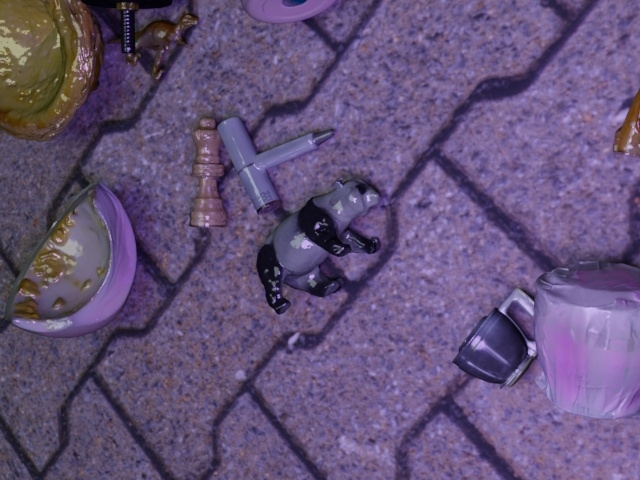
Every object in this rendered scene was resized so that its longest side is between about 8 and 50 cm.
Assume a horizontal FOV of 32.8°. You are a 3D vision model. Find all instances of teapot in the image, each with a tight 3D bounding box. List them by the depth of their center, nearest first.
[{"bbox_3d":[0.363,0.123,1.311,0.163,0.222,0.178,-134,42,-66],"label":"teapot"},{"bbox_3d":[0.240,0.137,1.411,0.091,0.092,0.124,38,122,8],"label":"teapot"}]

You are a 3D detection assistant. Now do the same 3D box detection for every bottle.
[{"bbox_3d":[-0.062,-0.441,1.535,0.148,0.148,0.236,-23,74,34],"label":"bottle"}]

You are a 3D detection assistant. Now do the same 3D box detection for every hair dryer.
[{"bbox_3d":[-0.056,-0.148,1.620,0.183,0.044,0.154,-33,77,27],"label":"hair dryer"}]

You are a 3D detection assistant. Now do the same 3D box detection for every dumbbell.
[{"bbox_3d":[-0.302,-0.455,1.690,0.143,0.143,0.325,2,94,34],"label":"dumbbell"}]

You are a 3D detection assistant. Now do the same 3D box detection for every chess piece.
[{"bbox_3d":[-0.175,-0.106,1.692,0.060,0.060,0.171,3,94,34],"label":"chess piece"}]

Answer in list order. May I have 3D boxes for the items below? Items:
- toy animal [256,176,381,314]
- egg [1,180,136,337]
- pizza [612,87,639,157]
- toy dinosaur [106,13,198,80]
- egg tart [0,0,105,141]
[{"bbox_3d":[0.000,0.000,1.564,0.225,0.094,0.121,-44,61,30],"label":"toy animal"},{"bbox_3d":[-0.387,0.056,1.790,0.271,0.162,0.206,-59,22,-12],"label":"egg"},{"bbox_3d":[0.485,-0.167,1.220,0.323,0.089,0.223,-49,65,28],"label":"pizza"},{"bbox_3d":[-0.273,-0.336,1.751,0.162,0.039,0.126,40,105,30],"label":"toy dinosaur"},{"bbox_3d":[-0.464,-0.317,1.830,0.315,0.120,0.314,3,95,36],"label":"egg tart"}]
